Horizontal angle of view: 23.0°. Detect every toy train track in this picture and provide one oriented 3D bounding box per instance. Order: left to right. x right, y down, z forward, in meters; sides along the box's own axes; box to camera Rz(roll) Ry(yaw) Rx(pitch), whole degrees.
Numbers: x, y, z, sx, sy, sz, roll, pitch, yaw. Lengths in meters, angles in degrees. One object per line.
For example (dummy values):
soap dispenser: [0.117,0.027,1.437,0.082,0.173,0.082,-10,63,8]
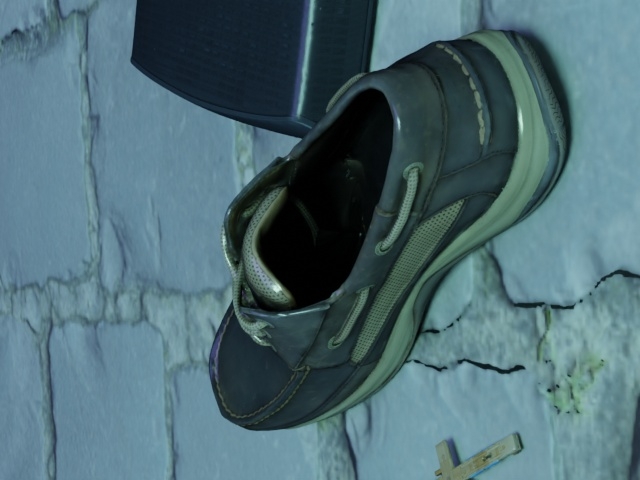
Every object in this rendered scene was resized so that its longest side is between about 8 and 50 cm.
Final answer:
toy train track: [0.091,0.134,0.925,0.083,0.014,0.048,-40,52,43]

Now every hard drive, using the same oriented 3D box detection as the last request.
hard drive: [-0.054,-0.165,1.084,0.255,0.054,0.172,25,112,53]

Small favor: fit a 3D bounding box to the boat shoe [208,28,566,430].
boat shoe: [0.000,0.000,0.945,0.355,0.130,0.132,-55,49,42]
